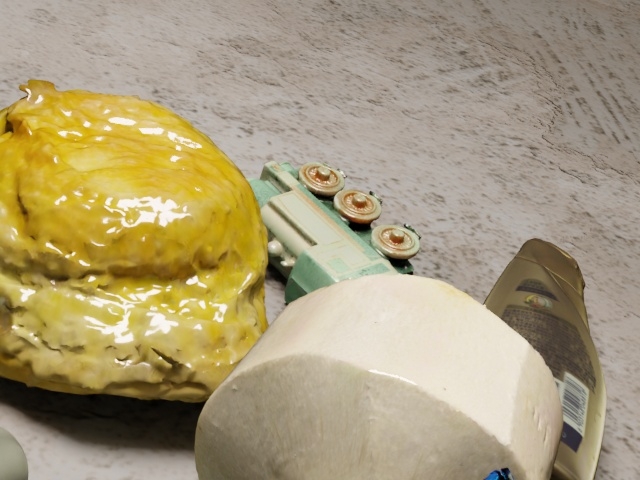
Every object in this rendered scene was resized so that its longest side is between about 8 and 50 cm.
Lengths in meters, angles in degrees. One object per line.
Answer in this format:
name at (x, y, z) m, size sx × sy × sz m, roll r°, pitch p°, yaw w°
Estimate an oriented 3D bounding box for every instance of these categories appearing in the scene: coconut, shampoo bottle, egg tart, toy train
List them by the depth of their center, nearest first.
coconut at (0.036, 0.140, 0.907) m, size 0.241 × 0.241 × 0.241 m, roll 15°, pitch 30°, yaw -9°
egg tart at (-0.183, -0.016, 1.092) m, size 0.339 × 0.153 × 0.351 m, roll 12°, pitch 30°, yaw -8°
shampoo bottle at (0.176, 0.108, 1.171) m, size 0.125 × 0.084 × 0.350 m, roll 22°, pitch 29°, yaw 1°
toy train at (0.000, 0.000, 1.248) m, size 0.125 × 0.081 × 0.194 m, roll -17°, pitch 48°, yaw -41°

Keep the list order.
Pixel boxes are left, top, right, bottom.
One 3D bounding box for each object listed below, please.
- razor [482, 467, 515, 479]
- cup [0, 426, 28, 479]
razor at (-0.004, 0.246, 0.753) m, size 0.324 × 0.056 × 0.093 m, roll -31°, pitch 93°, yaw -25°
cup at (-0.236, 0.154, 0.888) m, size 0.083 × 0.075 × 0.054 m, roll -17°, pitch 83°, yaw -51°
